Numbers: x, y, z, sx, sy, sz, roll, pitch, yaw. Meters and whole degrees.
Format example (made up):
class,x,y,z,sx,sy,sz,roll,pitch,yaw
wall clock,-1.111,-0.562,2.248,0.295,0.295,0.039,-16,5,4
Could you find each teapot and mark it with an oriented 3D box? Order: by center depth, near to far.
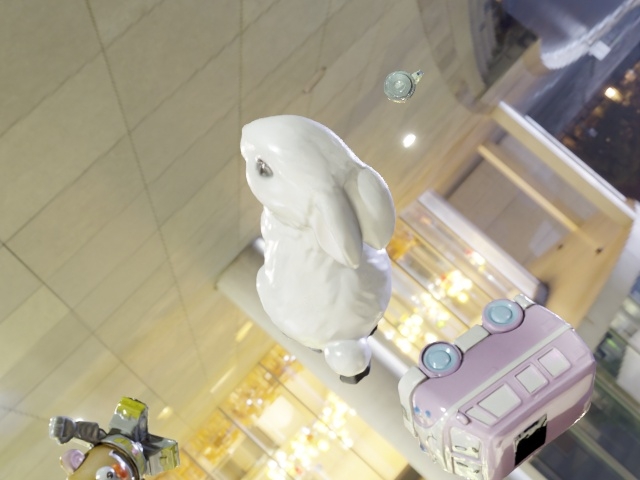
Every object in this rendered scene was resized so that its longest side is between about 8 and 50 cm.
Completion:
class,x,y,z,sx,sy,sz,roll,pitch,yaw
teapot,0.177,-0.328,1.670,0.088,0.066,0.057,-33,175,6

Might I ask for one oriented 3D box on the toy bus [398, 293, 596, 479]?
class,x,y,z,sx,sy,sz,roll,pitch,yaw
toy bus,0.202,0.175,0.910,0.203,0.142,0.142,-32,140,-16

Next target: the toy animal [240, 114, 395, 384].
class,x,y,z,sx,sy,sz,roll,pitch,yaw
toy animal,0.000,0.000,1.049,0.194,0.258,0.357,-29,144,-16

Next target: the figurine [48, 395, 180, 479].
class,x,y,z,sx,sy,sz,roll,pitch,yaw
figurine,-0.477,0.528,1.822,0.285,0.343,0.167,-41,164,-55
